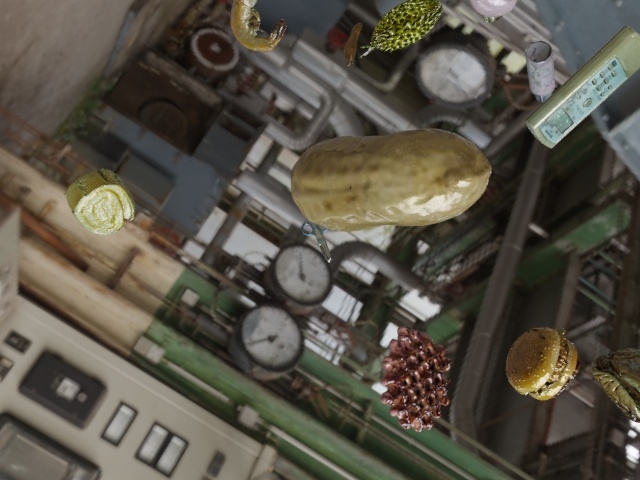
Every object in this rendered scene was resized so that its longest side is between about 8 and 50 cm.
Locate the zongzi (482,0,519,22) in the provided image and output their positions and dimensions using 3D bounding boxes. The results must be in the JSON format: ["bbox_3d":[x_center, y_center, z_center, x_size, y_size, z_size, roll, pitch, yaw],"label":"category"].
[{"bbox_3d":[0.385,-0.534,1.731,0.104,0.052,0.113,-38,-148,-6],"label":"zongzi"}]

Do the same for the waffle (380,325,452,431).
[{"bbox_3d":[0.223,0.327,1.809,0.055,0.221,0.234,-15,-129,47],"label":"waffle"}]

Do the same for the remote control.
[{"bbox_3d":[0.459,-0.260,1.325,0.233,0.098,0.038,-44,-128,15],"label":"remote control"}]

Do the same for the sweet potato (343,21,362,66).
[{"bbox_3d":[0.064,-0.392,1.520,0.026,0.026,0.115,-39,-148,62],"label":"sweet potato"}]

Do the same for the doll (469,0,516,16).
[{"bbox_3d":[0.272,-0.552,1.635,0.160,0.365,0.094,33,75,-65],"label":"doll"}]

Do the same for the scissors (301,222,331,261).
[{"bbox_3d":[0.000,0.000,1.562,0.014,0.058,0.119,84,-11,-46],"label":"scissors"}]

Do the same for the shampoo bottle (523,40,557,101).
[{"bbox_3d":[0.558,-0.420,1.946,0.072,0.072,0.214,-57,154,-7],"label":"shampoo bottle"}]

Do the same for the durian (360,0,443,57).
[{"bbox_3d":[0.179,-0.466,1.696,0.215,0.086,0.100,-29,-176,5],"label":"durian"}]

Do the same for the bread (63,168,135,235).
[{"bbox_3d":[-0.442,-0.076,1.567,0.117,0.064,0.156,-24,145,-7],"label":"bread"}]

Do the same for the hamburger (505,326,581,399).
[{"bbox_3d":[0.546,0.306,1.944,0.182,0.118,0.191,-60,-167,-17],"label":"hamburger"}]

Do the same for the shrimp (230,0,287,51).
[{"bbox_3d":[-0.110,-0.419,1.379,0.034,0.124,0.178,-33,146,-45],"label":"shrimp"}]

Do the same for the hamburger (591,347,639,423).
[{"bbox_3d":[0.779,0.359,1.909,0.206,0.183,0.130,44,-50,40],"label":"hamburger"}]

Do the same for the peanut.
[{"bbox_3d":[0.112,-0.100,1.327,0.387,0.192,0.170,0,-89,42],"label":"peanut"}]
